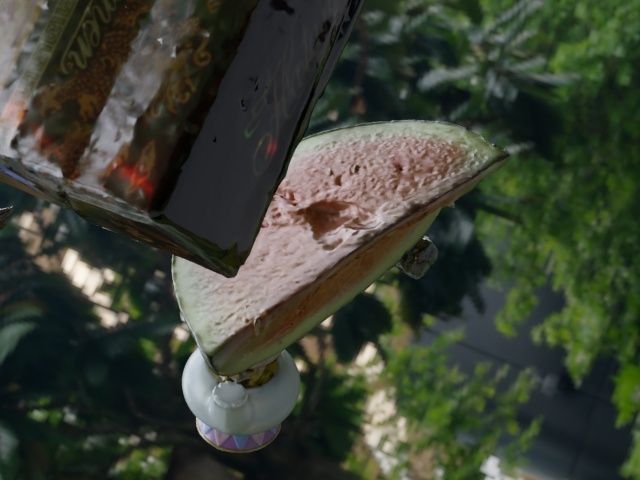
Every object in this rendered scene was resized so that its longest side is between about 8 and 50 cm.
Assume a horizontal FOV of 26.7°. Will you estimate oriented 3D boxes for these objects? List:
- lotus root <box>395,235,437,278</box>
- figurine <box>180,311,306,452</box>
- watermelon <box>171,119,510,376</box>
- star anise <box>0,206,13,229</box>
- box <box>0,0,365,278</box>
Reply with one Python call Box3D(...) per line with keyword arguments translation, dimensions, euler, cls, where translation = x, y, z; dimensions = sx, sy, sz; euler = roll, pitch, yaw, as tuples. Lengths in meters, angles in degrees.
Box3D(translation=(0.023, -0.023, 1.239), dimensions=(0.088, 0.192, 0.113), euler=(-64, -26, 3), cls="lotus root")
Box3D(translation=(-0.085, 0.109, 1.503), dimensions=(0.189, 0.142, 0.263), euler=(-83, -1, -53), cls="figurine")
Box3D(translation=(-0.001, 0.018, 1.076), dimensions=(0.303, 0.159, 0.128), euler=(-34, -49, -26), cls="watermelon")
Box3D(translation=(-0.482, -0.006, 1.795), dimensions=(0.056, 0.129, 0.124), euler=(58, -134, -49), cls="star anise")
Box3D(translation=(-0.180, -0.170, 0.817), dimensions=(0.264, 0.415, 0.116), euler=(-66, -25, -9), cls="box")
